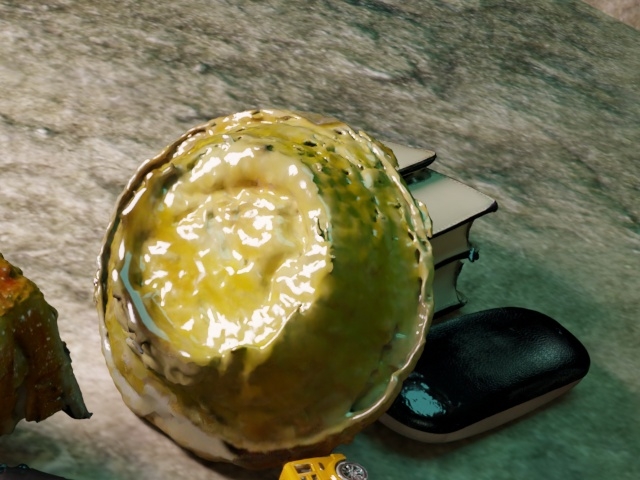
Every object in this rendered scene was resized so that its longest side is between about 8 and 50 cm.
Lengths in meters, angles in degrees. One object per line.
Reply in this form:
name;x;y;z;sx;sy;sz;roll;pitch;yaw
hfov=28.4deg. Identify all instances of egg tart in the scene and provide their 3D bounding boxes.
egg tart;-0.064;0.027;1.119;0.345;0.345;0.132;31;-6;21

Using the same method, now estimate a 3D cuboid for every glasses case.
glasses case;0.165;0.135;1.316;0.314;0.075;0.122;-14;43;-45

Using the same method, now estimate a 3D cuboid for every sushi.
sushi;-0.325;0.081;1.017;0.274;0.184;0.139;30;35;12

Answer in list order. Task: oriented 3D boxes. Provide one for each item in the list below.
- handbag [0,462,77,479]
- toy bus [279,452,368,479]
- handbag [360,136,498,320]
handbag;-0.150;0.259;0.904;0.223;0.080;0.247;13;28;-10
toy bus;0.020;0.250;1.033;0.074;0.069;0.162;2;31;-27
handbag;0.000;0.000;1.377;0.237;0.160;0.358;27;29;29
